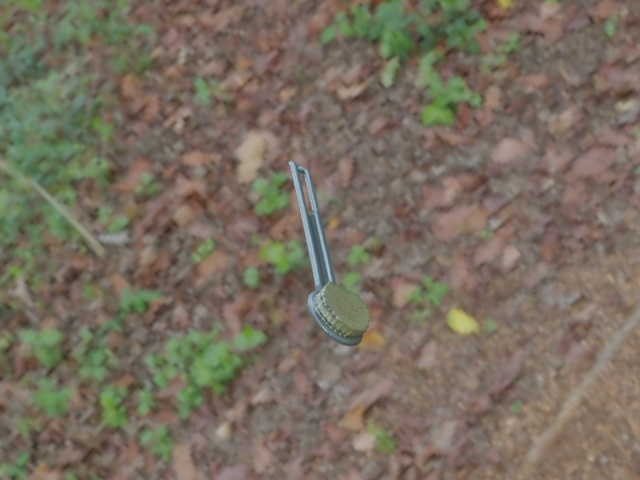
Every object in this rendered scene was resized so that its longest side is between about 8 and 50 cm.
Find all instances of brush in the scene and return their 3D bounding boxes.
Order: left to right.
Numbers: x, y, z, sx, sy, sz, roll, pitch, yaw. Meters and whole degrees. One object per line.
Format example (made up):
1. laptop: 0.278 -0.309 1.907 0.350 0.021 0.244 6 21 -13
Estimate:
1. brush: 0.000 0.000 1.371 0.027 0.062 0.266 -47 33 24
